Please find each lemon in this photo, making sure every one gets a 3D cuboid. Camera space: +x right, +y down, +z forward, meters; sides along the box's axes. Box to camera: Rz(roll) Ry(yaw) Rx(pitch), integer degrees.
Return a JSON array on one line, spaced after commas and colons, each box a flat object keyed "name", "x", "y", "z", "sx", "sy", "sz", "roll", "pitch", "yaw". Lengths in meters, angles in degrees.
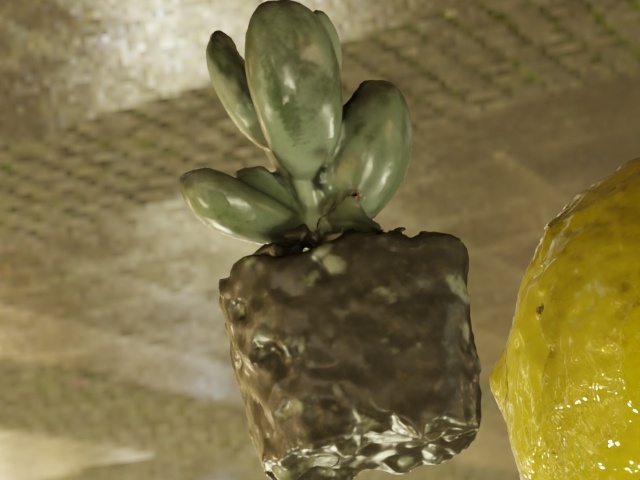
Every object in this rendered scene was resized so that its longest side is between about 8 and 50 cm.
[{"name": "lemon", "x": 0.316, "y": 0.101, "z": 1.480, "sx": 0.387, "sy": 0.349, "sz": 0.350, "roll": 2, "pitch": 167, "yaw": 15}]

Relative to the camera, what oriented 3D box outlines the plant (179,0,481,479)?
[{"name": "plant", "x": 0.000, "y": 0.002, "z": 1.138, "sx": 0.149, "sy": 0.274, "sz": 0.146, "roll": -10, "pitch": 169, "yaw": -15}]
